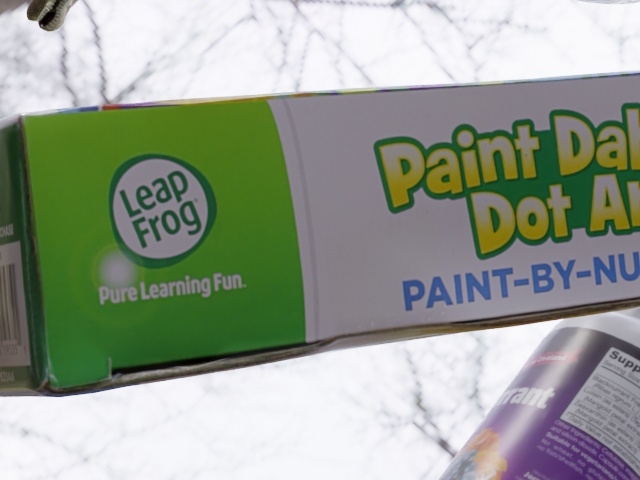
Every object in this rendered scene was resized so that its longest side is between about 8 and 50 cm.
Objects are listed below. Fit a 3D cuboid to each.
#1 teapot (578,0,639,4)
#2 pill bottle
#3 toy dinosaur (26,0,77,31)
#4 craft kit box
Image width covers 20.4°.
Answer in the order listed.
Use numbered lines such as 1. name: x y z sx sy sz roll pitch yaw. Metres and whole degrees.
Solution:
1. teapot: 0.136 -0.264 0.989 0.252 0.256 0.187 21 -57 -7
2. pill bottle: 0.138 0.104 0.895 0.108 0.193 0.108 31 -28 19
3. toy dinosaur: -0.054 -0.140 0.538 0.183 0.092 0.053 -40 -122 32
4. craft kit box: 0.000 0.000 0.464 0.250 0.246 0.061 -9 -95 61
